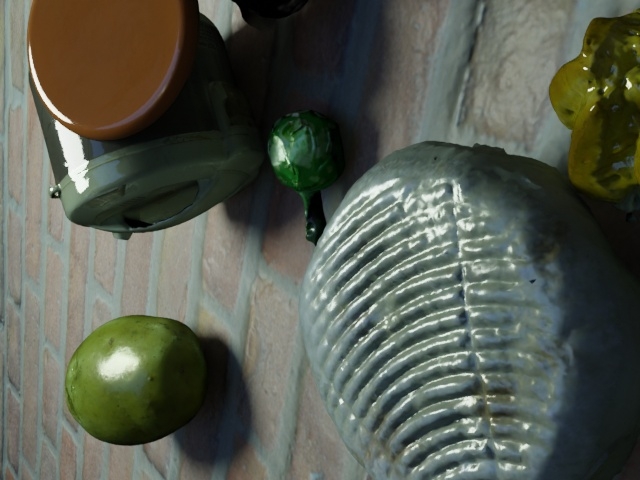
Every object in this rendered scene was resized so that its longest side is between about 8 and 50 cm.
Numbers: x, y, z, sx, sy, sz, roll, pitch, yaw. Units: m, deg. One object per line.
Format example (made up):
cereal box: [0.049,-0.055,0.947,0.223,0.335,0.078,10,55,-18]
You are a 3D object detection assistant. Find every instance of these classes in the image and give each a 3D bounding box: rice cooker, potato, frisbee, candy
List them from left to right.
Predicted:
frisbee: [-0.247,-0.240,0.841,0.251,0.021,0.250,1,92,25]
potato: [-0.304,0.233,1.206,0.304,0.216,0.216,-17,83,53]
rice cooker: [-0.232,-0.154,0.994,0.288,0.288,0.277,-28,78,49]
candy: [-0.002,0.000,0.905,0.097,0.097,0.323,6,108,50]

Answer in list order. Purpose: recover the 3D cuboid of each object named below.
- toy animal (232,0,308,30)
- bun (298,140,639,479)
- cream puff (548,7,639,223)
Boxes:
toy animal: [-0.050,-0.371,0.777,0.302,0.194,0.344,53,150,30]
bun: [0.138,0.084,0.644,0.354,0.194,0.354,9,101,52]
cream puff: [0.261,-0.094,0.481,0.221,0.195,0.194,10,104,46]
